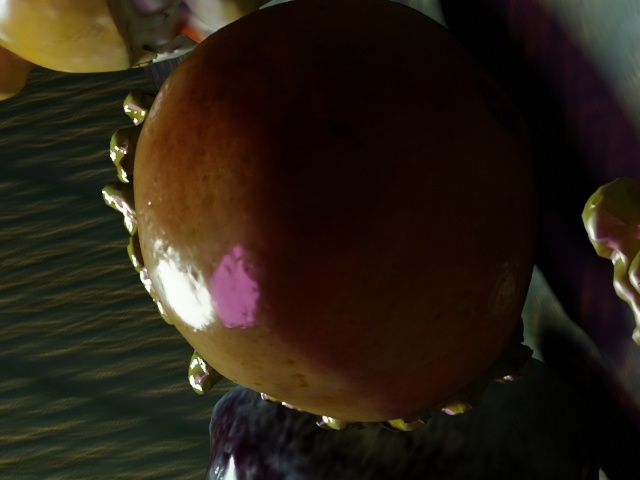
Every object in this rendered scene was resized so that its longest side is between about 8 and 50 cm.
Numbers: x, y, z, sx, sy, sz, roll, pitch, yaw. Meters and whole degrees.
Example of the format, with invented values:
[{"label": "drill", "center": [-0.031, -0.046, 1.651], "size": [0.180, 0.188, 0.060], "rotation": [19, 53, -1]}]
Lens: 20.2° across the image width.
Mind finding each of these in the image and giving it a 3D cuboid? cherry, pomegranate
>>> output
[{"label": "cherry", "center": [0.069, 0.171, 1.136], "size": [0.255, 0.296, 0.218], "rotation": [-66, -9, -63]}, {"label": "pomegranate", "center": [0.009, -0.014, 0.871], "size": [0.209, 0.209, 0.209], "rotation": [58, 175, 8]}]

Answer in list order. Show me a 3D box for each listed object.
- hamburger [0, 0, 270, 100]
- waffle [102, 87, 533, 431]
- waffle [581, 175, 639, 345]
[{"label": "hamburger", "center": [-0.163, -0.223, 1.167], "size": [0.276, 0.237, 0.276], "rotation": [59, 173, 12]}, {"label": "waffle", "center": [-0.001, 0.001, 1.029], "size": [0.052, 0.245, 0.254], "rotation": [-58, 42, 44]}, {"label": "waffle", "center": [0.180, 0.091, 0.589], "size": [0.260, 0.069, 0.293], "rotation": [61, 174, -32]}]
